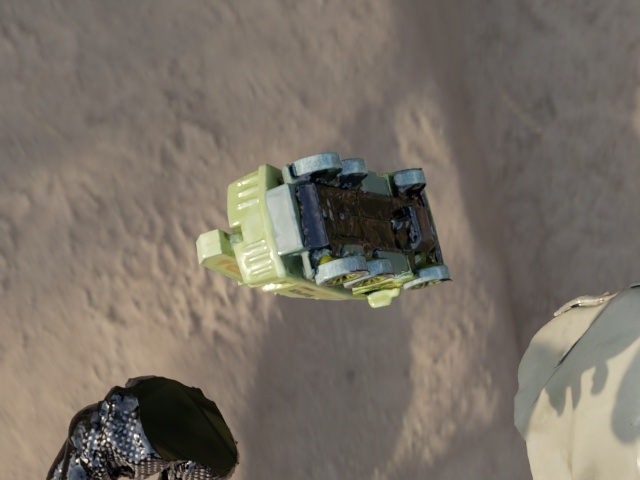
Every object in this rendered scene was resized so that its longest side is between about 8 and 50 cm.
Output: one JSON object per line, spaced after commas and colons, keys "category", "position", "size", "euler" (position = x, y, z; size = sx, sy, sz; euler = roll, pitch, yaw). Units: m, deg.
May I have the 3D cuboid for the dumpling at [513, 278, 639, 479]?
{"category": "dumpling", "position": [0.290, 0.154, 1.564], "size": [0.341, 0.181, 0.260], "euler": [21, 73, 27]}

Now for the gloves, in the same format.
{"category": "gloves", "position": [-0.157, 0.175, 1.415], "size": [0.181, 0.129, 0.106], "euler": [-32, 86, 30]}

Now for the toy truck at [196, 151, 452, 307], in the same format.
{"category": "toy truck", "position": [0.000, 0.000, 1.111], "size": [0.100, 0.169, 0.077], "euler": [-18, 80, 25]}
